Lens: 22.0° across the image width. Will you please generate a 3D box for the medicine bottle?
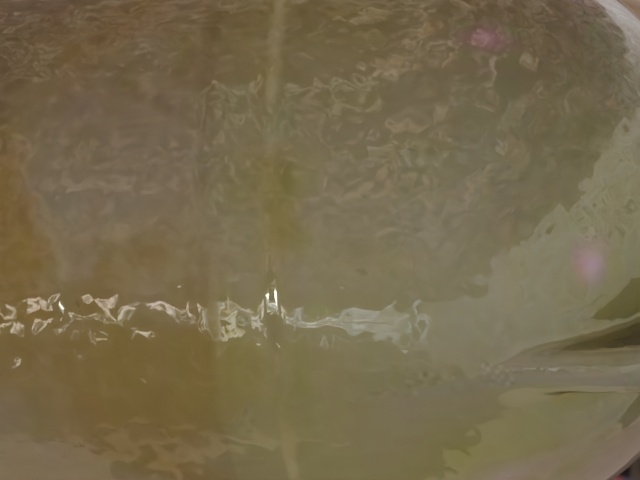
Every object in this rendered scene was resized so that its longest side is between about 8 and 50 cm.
[{"bbox_3d":[0.000,0.000,0.657,0.236,0.406,0.235,-1,-90,-82],"label":"medicine bottle"}]
